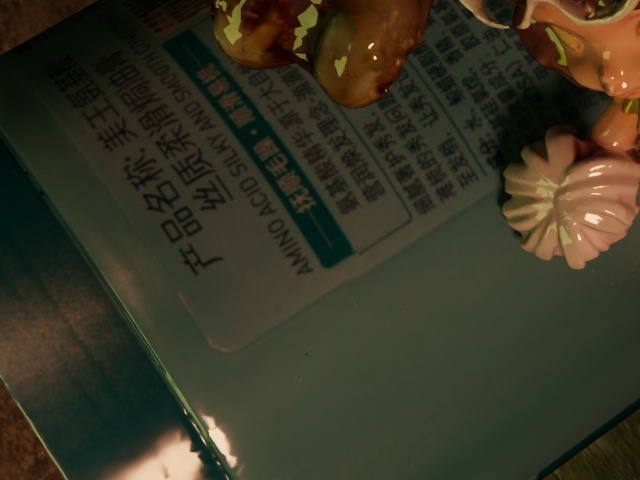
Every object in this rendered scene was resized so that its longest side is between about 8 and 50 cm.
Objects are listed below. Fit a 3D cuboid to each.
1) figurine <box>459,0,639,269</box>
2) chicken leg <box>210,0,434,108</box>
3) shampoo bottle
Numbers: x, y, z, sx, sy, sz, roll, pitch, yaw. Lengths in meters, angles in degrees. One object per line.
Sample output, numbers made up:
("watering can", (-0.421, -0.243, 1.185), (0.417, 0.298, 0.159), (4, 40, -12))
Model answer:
("figurine", (0.147, -0.058, 0.590), (0.175, 0.116, 0.240), (7, 141, 48))
("chicken leg", (0.020, -0.223, 0.421), (0.140, 0.211, 0.361), (42, 159, 31))
("shampoo bottle", (0.000, 0.000, 0.804), (0.331, 0.343, 0.331), (53, 169, 15))
